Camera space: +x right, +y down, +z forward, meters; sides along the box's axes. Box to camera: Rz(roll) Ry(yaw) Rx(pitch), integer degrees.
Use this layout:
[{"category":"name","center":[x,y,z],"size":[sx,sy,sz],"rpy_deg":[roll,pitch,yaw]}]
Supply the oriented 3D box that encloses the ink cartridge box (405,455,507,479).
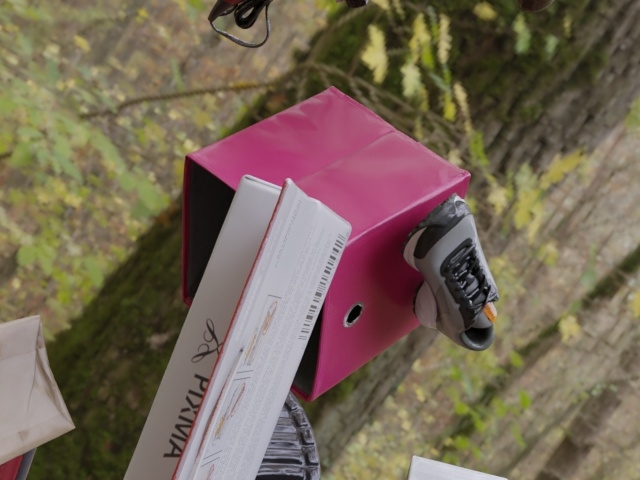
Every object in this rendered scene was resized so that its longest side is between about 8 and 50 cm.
[{"category":"ink cartridge box","center":[0.183,0.389,1.603],"size":[0.145,0.045,0.179],"rpy_deg":[13,36,5]}]

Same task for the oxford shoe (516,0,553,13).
[{"category":"oxford shoe","center":[0.248,-0.338,1.283],"size":[0.082,0.096,0.227],"rpy_deg":[18,52,9]}]

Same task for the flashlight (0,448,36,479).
[{"category":"flashlight","center":[-0.482,0.339,1.717],"size":[0.103,0.304,0.103],"rpy_deg":[21,38,-6]}]

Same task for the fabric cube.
[{"category":"fabric cube","center":[0.000,0.000,1.484],"size":[0.258,0.254,0.259],"rpy_deg":[-29,52,-36]}]

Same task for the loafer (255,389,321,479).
[{"category":"loafer","center":[-0.085,0.288,0.970],"size":[0.133,0.130,0.366],"rpy_deg":[13,61,-20]}]

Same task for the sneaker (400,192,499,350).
[{"category":"sneaker","center":[0.170,0.041,1.387],"size":[0.108,0.100,0.271],"rpy_deg":[40,-17,31]}]

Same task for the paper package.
[{"category":"paper package","center":[-0.535,0.231,1.451],"size":[0.309,0.324,0.168],"rpy_deg":[-19,91,-68]}]

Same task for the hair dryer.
[{"category":"hair dryer","center":[-0.060,-0.347,1.462],"size":[0.293,0.223,0.080],"rpy_deg":[61,10,-58]}]

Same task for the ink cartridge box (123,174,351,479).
[{"category":"ink cartridge box","center":[-0.075,0.103,0.760],"size":[0.066,0.296,0.261],"rpy_deg":[20,-3,11]}]
